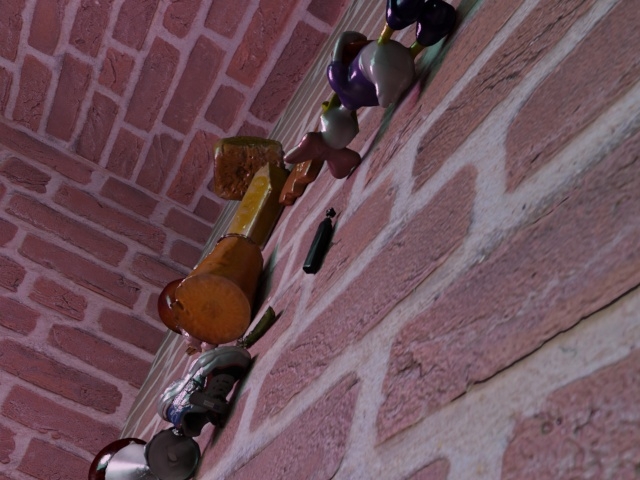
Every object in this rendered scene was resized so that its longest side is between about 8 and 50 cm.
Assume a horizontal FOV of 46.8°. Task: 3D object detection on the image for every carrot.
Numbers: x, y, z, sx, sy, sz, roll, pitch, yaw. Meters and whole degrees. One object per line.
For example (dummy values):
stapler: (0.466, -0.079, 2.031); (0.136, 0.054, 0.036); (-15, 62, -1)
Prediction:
carrot: (-0.237, 0.113, 1.833); (0.196, 0.196, 0.254); (-57, 5, 26)

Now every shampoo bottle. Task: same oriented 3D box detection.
shampoo bottle: (0.000, 0.000, 1.386); (0.048, 0.027, 0.137); (119, 173, -59)

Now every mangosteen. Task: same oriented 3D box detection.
mangosteen: (-0.490, 0.599, 1.867); (0.200, 0.199, 0.200); (-58, 12, 20)

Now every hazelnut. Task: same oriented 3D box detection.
hazelnut: (-0.423, 0.225, 2.361); (0.208, 0.208, 0.208); (-58, 12, 20)

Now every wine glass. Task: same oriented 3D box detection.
wine glass: (-0.353, 0.481, 1.572); (0.232, 0.156, 0.156); (-42, 23, 48)

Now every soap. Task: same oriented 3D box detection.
soap: (-0.174, -0.103, 2.185); (0.160, 0.080, 0.258); (11, 74, 59)

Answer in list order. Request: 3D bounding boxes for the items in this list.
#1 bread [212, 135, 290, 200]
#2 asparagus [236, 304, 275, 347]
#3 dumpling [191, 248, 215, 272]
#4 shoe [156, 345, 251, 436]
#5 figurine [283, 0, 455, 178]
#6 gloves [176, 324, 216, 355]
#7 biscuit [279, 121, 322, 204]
bread: (-0.218, -0.228, 2.342); (0.176, 0.246, 0.196); (-107, 19, -70)
asparagus: (-0.137, 0.189, 1.552); (0.236, 0.027, 0.034); (132, 142, -54)
dumpling: (-0.368, 0.139, 2.554); (0.166, 0.086, 0.332); (14, 74, 45)
shoe: (-0.224, 0.312, 1.479); (0.227, 0.099, 0.125); (-41, 43, 6)
figurine: (0.089, -0.286, 1.368); (0.421, 0.154, 0.193); (-44, 38, 45)
gloves: (-0.322, 0.253, 2.065); (0.144, 0.110, 0.094); (-31, 9, 8)
biscuit: (-0.046, -0.202, 2.010); (0.306, 0.043, 0.284); (-54, 14, 38)
